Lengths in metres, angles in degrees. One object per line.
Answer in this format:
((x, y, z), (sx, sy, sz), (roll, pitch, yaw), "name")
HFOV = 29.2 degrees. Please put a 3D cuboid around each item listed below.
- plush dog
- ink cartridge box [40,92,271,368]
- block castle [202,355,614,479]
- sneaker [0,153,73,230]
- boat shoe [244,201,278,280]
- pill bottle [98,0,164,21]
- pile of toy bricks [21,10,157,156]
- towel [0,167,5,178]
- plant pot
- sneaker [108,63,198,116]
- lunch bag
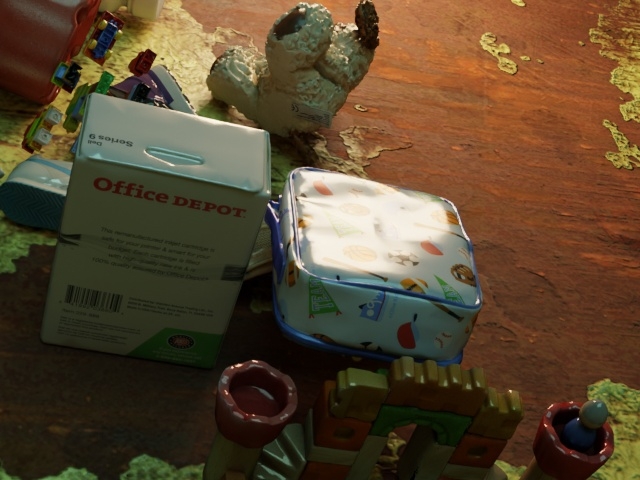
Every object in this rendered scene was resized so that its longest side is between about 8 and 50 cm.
((-0.005, -0.251, 1.842), (0.225, 0.262, 0.211), (-43, 104, -38), "plush dog")
((-0.189, -0.004, 1.394), (0.211, 0.289, 0.122), (11, 41, -12), "ink cartridge box")
((0.109, 0.283, 1.264), (0.453, 0.213, 0.303), (9, 41, -14), "block castle")
((-0.286, -0.047, 1.561), (0.228, 0.087, 0.092), (21, 37, -3), "sneaker")
((0.000, 0.000, 1.629), (0.341, 0.121, 0.110), (-8, 85, -24), "boat shoe")
((-0.374, -0.449, 1.913), (0.283, 0.161, 0.161), (16, 40, -6), "pill bottle")
((-0.314, -0.190, 1.649), (0.118, 0.105, 0.212), (33, 71, -26), "pile of toy bricks")
((-0.569, -0.094, 1.300), (0.374, 0.090, 0.320), (-22, 48, -34), "towel")
((-0.453, -0.329, 1.688), (0.265, 0.272, 0.272), (25, 39, -8), "plant pot")
((-0.214, -0.119, 1.684), (0.124, 0.107, 0.283), (-23, 51, -22), "sneaker")
((0.051, 0.025, 1.430), (0.243, 0.115, 0.303), (10, 26, -9), "lunch bag")
